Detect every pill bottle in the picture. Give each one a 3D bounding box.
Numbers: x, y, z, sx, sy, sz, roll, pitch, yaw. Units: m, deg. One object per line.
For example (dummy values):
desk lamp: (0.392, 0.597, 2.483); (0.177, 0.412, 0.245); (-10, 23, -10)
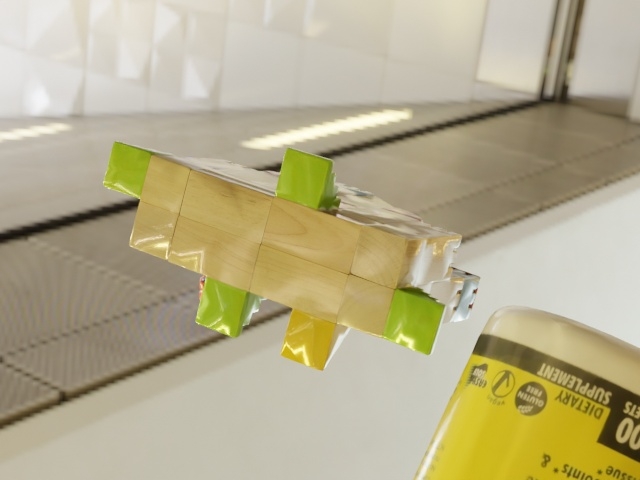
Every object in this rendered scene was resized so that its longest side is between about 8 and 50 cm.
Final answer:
pill bottle: (0.135, 0.228, 0.881); (0.188, 0.334, 0.188); (25, 174, 3)

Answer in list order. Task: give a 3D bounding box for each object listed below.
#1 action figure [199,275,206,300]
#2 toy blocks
action figure: (-0.116, 0.054, 1.417); (0.030, 0.038, 0.115); (-1, 177, -15)
toy blocks: (0.000, 0.000, 1.344); (0.381, 0.190, 0.261); (19, -170, 24)
